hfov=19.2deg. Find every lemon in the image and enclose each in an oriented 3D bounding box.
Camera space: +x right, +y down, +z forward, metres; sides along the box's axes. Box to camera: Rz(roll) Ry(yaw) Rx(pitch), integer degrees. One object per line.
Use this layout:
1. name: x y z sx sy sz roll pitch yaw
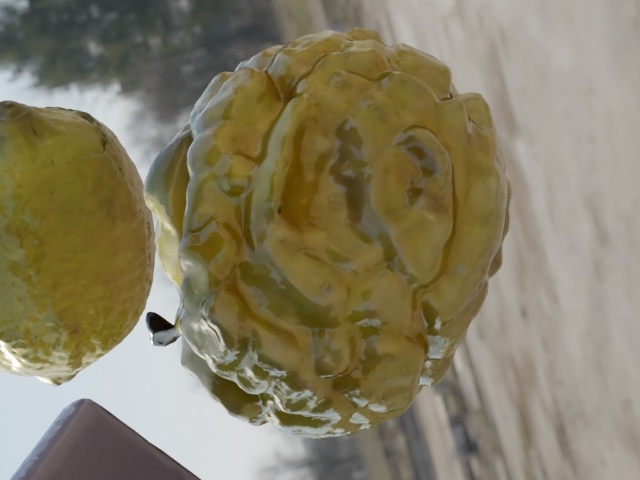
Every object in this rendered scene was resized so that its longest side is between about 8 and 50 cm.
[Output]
1. lemon: -0.199 0.001 1.327 0.193 0.181 0.180 58 -178 -6

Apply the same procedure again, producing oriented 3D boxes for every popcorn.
1. popcorn: 0.000 0.000 0.798 0.180 0.170 0.180 -6 -90 -66

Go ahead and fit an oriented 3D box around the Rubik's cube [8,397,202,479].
1. Rubik's cube: -0.077 0.269 0.608 0.387 0.358 0.368 -52 4 44
